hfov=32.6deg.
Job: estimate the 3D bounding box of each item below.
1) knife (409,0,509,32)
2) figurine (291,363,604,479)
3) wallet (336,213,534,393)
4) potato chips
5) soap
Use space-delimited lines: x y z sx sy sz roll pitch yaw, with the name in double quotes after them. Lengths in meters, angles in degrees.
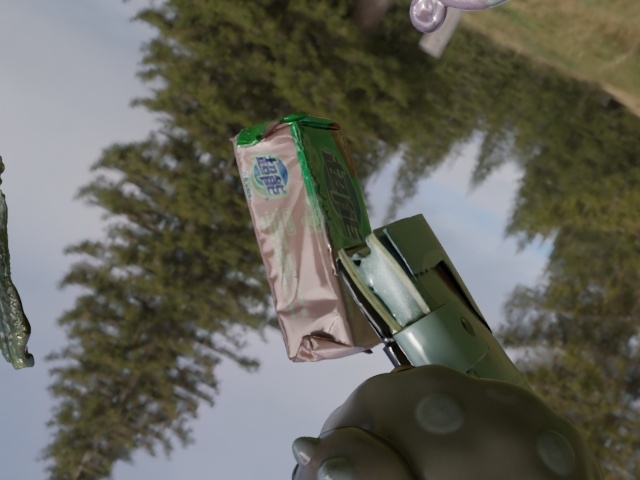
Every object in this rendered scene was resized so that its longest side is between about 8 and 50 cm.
0.032 -0.338 0.777 0.038 0.132 0.399 -25 -94 -56 "knife"
0.082 0.202 0.828 0.248 0.203 0.380 21 172 -2 "figurine"
0.120 0.097 1.041 0.250 0.075 0.176 58 -161 6 "wallet"
-0.253 0.009 0.860 0.028 0.208 0.092 -17 -157 -33 "potato chips"
-0.002 0.001 1.243 0.098 0.274 0.218 -15 177 18 "soap"
